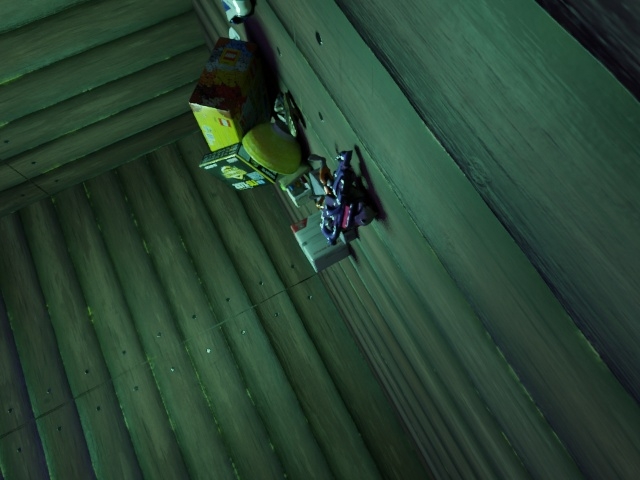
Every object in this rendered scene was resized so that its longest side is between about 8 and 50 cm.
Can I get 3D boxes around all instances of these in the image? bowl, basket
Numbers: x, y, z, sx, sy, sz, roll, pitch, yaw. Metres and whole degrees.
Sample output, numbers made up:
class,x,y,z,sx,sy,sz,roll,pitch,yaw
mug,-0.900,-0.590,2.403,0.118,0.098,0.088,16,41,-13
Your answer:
class,x,y,z,sx,sy,sz,roll,pitch,yaw
bowl,-0.193,-0.454,1.878,0.156,0.289,0.289,-52,56,32
basket,-0.123,-0.281,2.247,0.167,0.113,0.103,58,174,29

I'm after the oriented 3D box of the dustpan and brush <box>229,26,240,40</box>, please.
class,x,y,z,sx,sy,sz,roll,pitch,yaw
dustpan and brush,-0.445,-0.996,2.177,0.147,0.060,0.211,57,169,35

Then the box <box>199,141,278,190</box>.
class,x,y,z,sx,sy,sz,roll,pitch,yaw
box,-0.406,-0.356,2.038,0.322,0.079,0.257,-3,155,43

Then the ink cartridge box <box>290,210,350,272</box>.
class,x,y,z,sx,sy,sz,roll,pitch,yaw
ink cartridge box,0.000,0.000,2.059,0.273,0.197,0.114,56,171,41

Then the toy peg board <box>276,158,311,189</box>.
class,x,y,z,sx,sy,sz,roll,pitch,yaw
toy peg board,-0.119,-0.314,2.009,0.079,0.160,0.161,50,-179,-37

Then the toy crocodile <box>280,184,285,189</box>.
class,x,y,z,sx,sy,sz,roll,pitch,yaw
toy crocodile,-0.221,-0.415,2.512,0.115,0.105,0.340,72,172,-48

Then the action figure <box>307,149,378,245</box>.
class,x,y,z,sx,sy,sz,roll,pitch,yaw
action figure,0.080,-0.176,1.403,0.330,0.178,0.341,48,137,37

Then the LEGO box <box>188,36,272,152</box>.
class,x,y,z,sx,sy,sz,roll,pitch,yaw
LEGO box,-0.405,-0.627,1.970,0.500,0.193,0.373,87,-161,-70

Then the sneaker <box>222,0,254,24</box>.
class,x,y,z,sx,sy,sz,roll,pitch,yaw
sneaker,-0.349,-0.939,1.562,0.315,0.127,0.182,57,167,29

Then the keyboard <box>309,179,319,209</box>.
class,x,y,z,sx,sy,sz,roll,pitch,yaw
keyboard,-0.021,-0.229,2.094,0.180,0.023,0.108,75,172,-57

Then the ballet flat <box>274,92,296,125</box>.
class,x,y,z,sx,sy,sz,roll,pitch,yaw
ballet flat,-0.164,-0.569,1.782,0.188,0.070,0.070,59,170,30

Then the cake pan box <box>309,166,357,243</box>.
class,x,y,z,sx,sy,sz,roll,pitch,yaw
cake pan box,0.054,-0.146,1.743,0.267,0.070,0.246,55,170,44

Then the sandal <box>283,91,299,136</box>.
class,x,y,z,sx,sy,sz,roll,pitch,yaw
sandal,-0.113,-0.524,1.696,0.072,0.049,0.180,178,80,-75
